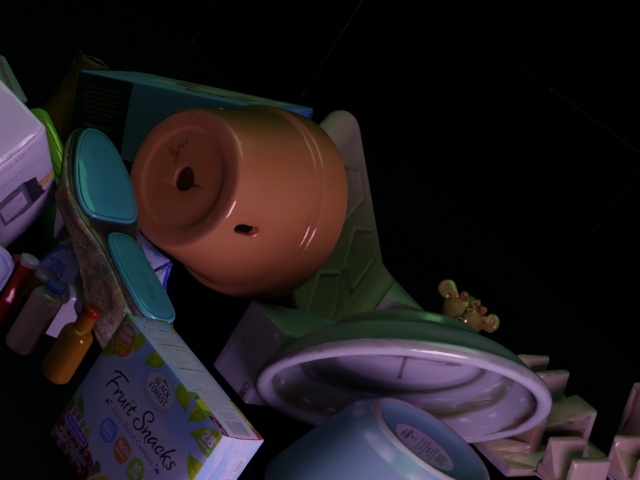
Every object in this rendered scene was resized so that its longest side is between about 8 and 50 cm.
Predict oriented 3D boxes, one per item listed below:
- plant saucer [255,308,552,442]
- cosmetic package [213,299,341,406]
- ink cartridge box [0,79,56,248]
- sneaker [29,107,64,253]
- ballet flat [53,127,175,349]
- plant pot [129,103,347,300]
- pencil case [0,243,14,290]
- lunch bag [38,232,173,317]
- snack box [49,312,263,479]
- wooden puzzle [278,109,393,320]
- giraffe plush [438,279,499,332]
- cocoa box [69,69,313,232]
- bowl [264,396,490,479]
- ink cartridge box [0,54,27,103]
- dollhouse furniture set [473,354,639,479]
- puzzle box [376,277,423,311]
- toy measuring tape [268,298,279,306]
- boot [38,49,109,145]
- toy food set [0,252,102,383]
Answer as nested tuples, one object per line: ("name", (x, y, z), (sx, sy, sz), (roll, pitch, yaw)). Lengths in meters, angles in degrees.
("plant saucer", (0.115, 0.178, 1.638), (0.400, 0.400, 0.100), (24, 59, -32))
("cosmetic package", (-0.027, 0.180, 1.786), (0.238, 0.127, 0.107), (21, 16, -45))
("ink cartridge box", (-0.462, -0.134, 1.539), (0.226, 0.131, 0.306), (45, -15, 3))
("sneaker", (-0.428, -0.070, 1.816), (0.109, 0.123, 0.295), (73, -8, -53))
("ballet flat", (-0.296, 0.005, 1.599), (0.123, 0.123, 0.348), (16, 42, -50))
("plant pot", (-0.136, -0.067, 1.710), (0.291, 0.291, 0.203), (42, 15, 31))
("pencil case", (-0.498, -0.020, 1.450), (0.273, 0.113, 0.124), (38, 33, 21))
("lunch bag", (-0.306, 0.050, 1.680), (0.129, 0.096, 0.151), (39, 45, 23))
("snack box", (-0.179, 0.208, 1.269), (0.070, 0.174, 0.207), (17, 22, -50))
("wooden puzzle", (0.000, 0.000, 1.999), (0.080, 0.348, 0.322), (-1, 30, 28))
("giraffe plush", (0.249, 0.168, 2.330), (0.181, 0.170, 0.210), (29, 15, -18))
("cocoa box", (-0.220, -0.146, 2.003), (0.347, 0.228, 0.231), (13, 10, 15))
("bowl", (0.101, 0.319, 1.540), (0.311, 0.163, 0.311), (32, 14, -9))
("ink cartridge box", (-0.590, -0.217, 1.778), (0.233, 0.168, 0.171), (23, 18, -35))
("dollhouse furniture set", (0.439, 0.387, 2.022), (0.394, 0.256, 0.362), (3, 20, -27))
("puzzle box", (0.001, 0.044, 2.442), (0.409, 0.052, 0.272), (21, 19, -42))
("toy measuring tape", (-0.019, 0.114, 2.143), (0.330, 0.121, 0.121), (54, 11, -11))
("boot", (-0.438, -0.211, 2.001), (0.104, 0.211, 0.295), (30, 15, -12))
("toy food set", (-0.346, 0.068, 1.503), (0.111, 0.104, 0.232), (26, 16, -26))
